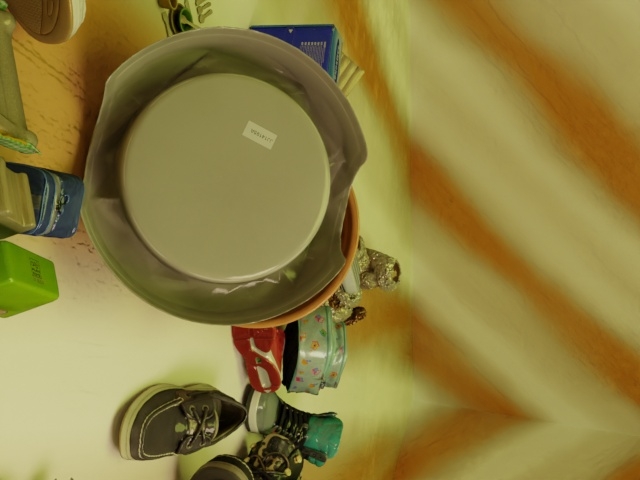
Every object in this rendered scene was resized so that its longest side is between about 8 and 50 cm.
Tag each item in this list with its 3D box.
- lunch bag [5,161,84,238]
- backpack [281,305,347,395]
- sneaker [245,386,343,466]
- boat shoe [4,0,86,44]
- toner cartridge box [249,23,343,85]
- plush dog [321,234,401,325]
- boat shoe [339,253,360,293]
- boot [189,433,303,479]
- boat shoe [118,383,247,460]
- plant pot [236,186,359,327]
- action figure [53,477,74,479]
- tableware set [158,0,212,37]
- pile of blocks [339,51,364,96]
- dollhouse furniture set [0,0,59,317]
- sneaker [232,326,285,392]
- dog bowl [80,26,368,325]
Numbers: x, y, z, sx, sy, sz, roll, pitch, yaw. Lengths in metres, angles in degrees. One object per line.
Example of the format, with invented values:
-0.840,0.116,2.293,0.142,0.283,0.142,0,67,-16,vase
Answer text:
-0.280,-0.039,0.595,0.065,0.099,0.067,6,95,-70,lunch bag
-0.015,0.233,1.365,0.188,0.145,0.165,94,-3,-46,backpack
-0.045,0.402,1.339,0.295,0.179,0.123,69,31,-55,sneaker
-0.262,-0.328,0.573,0.096,0.098,0.276,-56,145,-56,boat shoe
-0.062,-0.212,1.135,0.075,0.165,0.347,19,77,-73,toner cartridge box
0.050,0.106,1.637,0.262,0.211,0.225,33,76,-40,plush dog
0.000,0.000,1.402,0.121,0.119,0.335,-87,159,-48,boat shoe
-0.131,0.468,1.150,0.284,0.138,0.377,-54,149,-57,boot
-0.198,0.275,0.956,0.285,0.093,0.102,27,70,-72,boat shoe
-0.089,-0.022,0.966,0.203,0.291,0.290,41,54,-89,plant pot
-0.311,0.377,0.623,0.284,0.099,0.185,-75,148,-42,action figure
-0.190,-0.361,0.916,0.154,0.024,0.103,-63,152,-49,tableware set
-0.020,-0.255,1.404,0.113,0.149,0.361,28,-72,62,pile of blocks
-0.333,-0.089,0.471,0.197,0.152,0.301,75,-1,-75,dollhouse furniture set
-0.121,0.183,1.249,0.128,0.087,0.221,-87,175,-65,sneaker
-0.116,-0.075,0.770,0.102,0.349,0.348,-175,-89,-71,dog bowl
